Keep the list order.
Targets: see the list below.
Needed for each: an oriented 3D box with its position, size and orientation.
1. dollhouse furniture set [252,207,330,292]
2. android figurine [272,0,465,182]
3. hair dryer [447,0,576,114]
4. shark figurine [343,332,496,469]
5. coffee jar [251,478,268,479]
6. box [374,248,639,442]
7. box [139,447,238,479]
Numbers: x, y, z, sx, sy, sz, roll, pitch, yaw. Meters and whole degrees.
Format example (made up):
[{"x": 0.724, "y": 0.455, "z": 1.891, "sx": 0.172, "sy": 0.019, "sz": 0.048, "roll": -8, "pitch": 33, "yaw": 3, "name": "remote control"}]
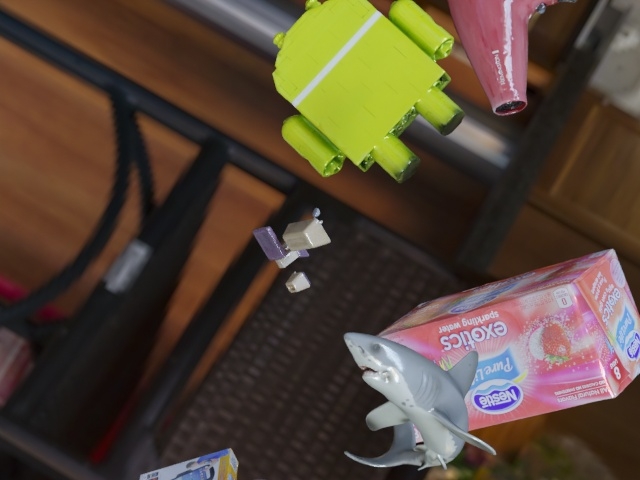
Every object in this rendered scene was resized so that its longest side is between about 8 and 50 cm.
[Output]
[{"x": 0.000, "y": 0.000, "z": 1.916, "sx": 0.081, "sy": 0.091, "sz": 0.114, "roll": -38, "pitch": -166, "yaw": -29, "name": "dollhouse furniture set"}, {"x": 0.052, "y": -0.206, "z": 2.175, "sx": 0.248, "sy": 0.273, "sz": 0.056, "roll": -49, "pitch": 160, "yaw": 4, "name": "android figurine"}, {"x": 0.236, "y": -0.269, "z": 1.755, "sx": 0.293, "sy": 0.223, "sz": 0.080, "roll": -63, "pitch": 151, "yaw": -4, "name": "hair dryer"}, {"x": 0.116, "y": 0.162, "z": 1.648, "sx": 0.116, "sy": 0.166, "sz": 0.278, "roll": -59, "pitch": 162, "yaw": -23, "name": "shark figurine"}, {"x": -0.044, "y": 0.321, "z": 1.759, "sx": 0.079, "sy": 0.096, "sz": 0.184, "roll": -36, "pitch": 150, "yaw": -6, "name": "coffee jar"}, {"x": 0.235, "y": 0.134, "z": 2.067, "sx": 0.300, "sy": 0.154, "sz": 0.142, "roll": -17, "pitch": -172, "yaw": 35, "name": "box"}, {"x": -0.166, "y": 0.295, "z": 1.974, "sx": 0.081, "sy": 0.136, "sz": 0.028, "roll": -88, "pitch": 159, "yaw": -61, "name": "box"}]
